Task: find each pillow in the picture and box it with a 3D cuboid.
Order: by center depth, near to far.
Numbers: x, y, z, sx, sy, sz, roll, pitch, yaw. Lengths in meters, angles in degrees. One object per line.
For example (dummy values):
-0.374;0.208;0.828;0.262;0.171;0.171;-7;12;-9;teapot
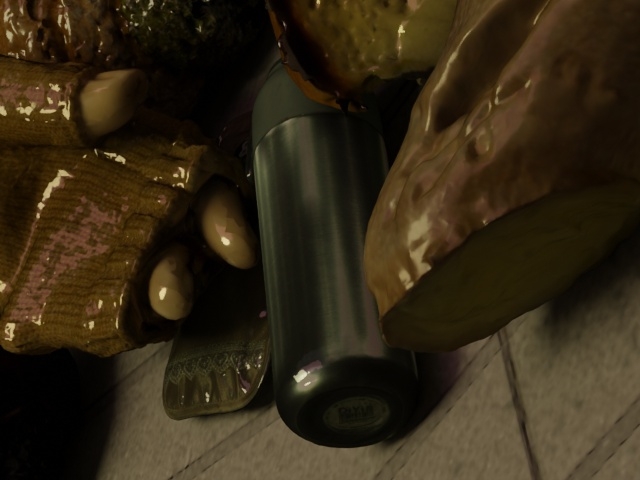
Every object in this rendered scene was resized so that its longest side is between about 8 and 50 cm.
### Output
-0.050;0.008;1.138;0.130;0.033;0.217;-15;58;54;pillow

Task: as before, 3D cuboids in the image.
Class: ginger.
0.126;-0.098;0.816;0.190;0.126;0.354;34;99;40;ginger

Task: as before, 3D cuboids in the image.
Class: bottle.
0.000;0.000;1.009;0.096;0.079;0.254;-34;43;30;bottle

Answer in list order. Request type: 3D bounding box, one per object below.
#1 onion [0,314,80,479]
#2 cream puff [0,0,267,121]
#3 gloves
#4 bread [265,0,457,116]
-0.299;0.154;1.267;0.281;0.221;0.281;-61;-8;-15;onion
-0.118;-0.164;1.247;0.169;0.183;0.183;-14;57;32;cream puff
-0.182;-0.034;1.153;0.356;0.155;0.203;17;116;35;gloves
0.028;-0.165;0.996;0.140;0.169;0.160;-21;51;1;bread
